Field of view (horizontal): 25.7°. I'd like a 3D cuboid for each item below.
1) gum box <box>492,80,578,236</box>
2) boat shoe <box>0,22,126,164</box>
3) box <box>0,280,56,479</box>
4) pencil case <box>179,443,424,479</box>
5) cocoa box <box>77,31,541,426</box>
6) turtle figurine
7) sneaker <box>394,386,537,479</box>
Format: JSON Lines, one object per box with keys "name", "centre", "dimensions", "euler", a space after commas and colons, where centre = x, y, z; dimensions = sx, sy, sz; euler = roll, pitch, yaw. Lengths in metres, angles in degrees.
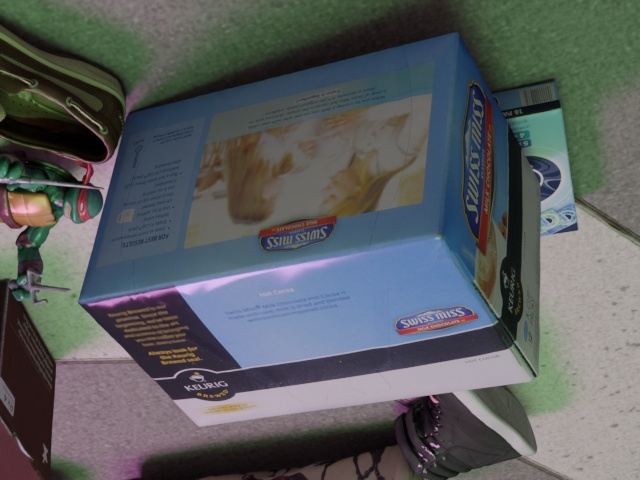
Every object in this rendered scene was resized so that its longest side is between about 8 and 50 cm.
{"name": "gum box", "centre": [0.168, -0.067, 1.389], "dimensions": [0.156, 0.041, 0.184], "euler": [-11, 139, 9]}
{"name": "boat shoe", "centre": [-0.289, -0.133, 1.218], "dimensions": [0.257, 0.095, 0.095], "euler": [15, 136, -22]}
{"name": "box", "centre": [-0.410, 0.170, 1.511], "dimensions": [0.203, 0.167, 0.168], "euler": [-9, 139, 5]}
{"name": "pencil case", "centre": [-0.055, 0.362, 1.785], "dimensions": [0.410, 0.160, 0.183], "euler": [-9, 180, 4]}
{"name": "cocoa box", "centre": [0.000, 0.000, 1.262], "dimensions": [0.347, 0.231, 0.228], "euler": [-11, 139, 24]}
{"name": "turtle figurine", "centre": [-0.295, -0.028, 1.329], "dimensions": [0.234, 0.118, 0.175], "euler": [3, 127, 14]}
{"name": "sneaker", "centre": [0.140, 0.206, 1.660], "dimensions": [0.146, 0.105, 0.296], "euler": [-26, 141, 15]}
